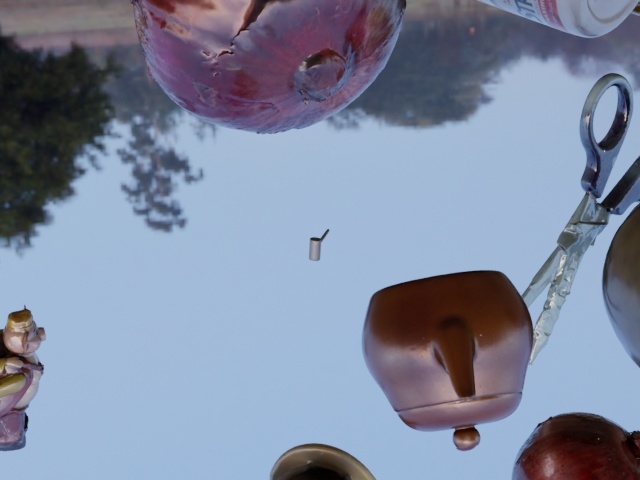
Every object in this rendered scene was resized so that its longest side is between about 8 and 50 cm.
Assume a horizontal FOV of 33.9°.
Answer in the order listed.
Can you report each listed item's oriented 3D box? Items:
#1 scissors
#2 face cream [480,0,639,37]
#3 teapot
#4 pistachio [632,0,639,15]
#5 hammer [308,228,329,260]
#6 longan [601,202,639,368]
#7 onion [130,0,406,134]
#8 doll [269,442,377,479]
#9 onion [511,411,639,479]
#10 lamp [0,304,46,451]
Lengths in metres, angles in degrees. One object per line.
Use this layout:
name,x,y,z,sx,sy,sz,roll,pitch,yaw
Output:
scissors,0.341,-0.011,1.383,0.256,0.383,0.029,36,175,-42
face cream,0.276,-0.357,1.228,0.187,0.201,0.201,30,-147,34
teapot,0.084,0.081,0.675,0.116,0.116,0.173,-2,170,3
pistachio,0.603,-0.465,1.767,0.288,0.197,0.166,17,166,22
hammer,0.000,0.000,1.735,0.019,0.035,0.110,7,-161,9
longan,0.494,0.054,1.174,0.350,0.288,0.288,4,-163,34
onion,-0.038,-0.200,0.914,0.246,0.246,0.190,-13,-130,-31
doll,-0.017,0.294,0.928,0.208,0.144,0.271,-21,-167,-12
onion,0.460,0.421,1.776,0.276,0.276,0.276,-3,-163,1
lamp,-0.415,0.158,1.360,0.118,0.253,0.118,13,-157,-6
